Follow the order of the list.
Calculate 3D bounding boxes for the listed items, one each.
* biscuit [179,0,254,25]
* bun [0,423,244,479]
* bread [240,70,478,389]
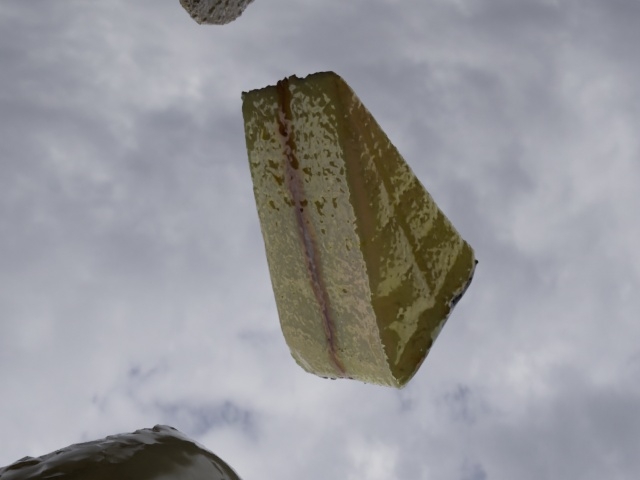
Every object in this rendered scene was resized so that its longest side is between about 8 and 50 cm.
[{"bbox_3d":[-0.144,-0.423,1.332,0.033,0.220,0.220,22,-129,30],"label":"biscuit"},{"bbox_3d":[-0.176,0.264,0.481,0.362,0.326,0.234,-27,-103,-21],"label":"bun"},{"bbox_3d":[-0.001,-0.004,0.852,0.168,0.264,0.163,-3,-136,51],"label":"bread"}]
